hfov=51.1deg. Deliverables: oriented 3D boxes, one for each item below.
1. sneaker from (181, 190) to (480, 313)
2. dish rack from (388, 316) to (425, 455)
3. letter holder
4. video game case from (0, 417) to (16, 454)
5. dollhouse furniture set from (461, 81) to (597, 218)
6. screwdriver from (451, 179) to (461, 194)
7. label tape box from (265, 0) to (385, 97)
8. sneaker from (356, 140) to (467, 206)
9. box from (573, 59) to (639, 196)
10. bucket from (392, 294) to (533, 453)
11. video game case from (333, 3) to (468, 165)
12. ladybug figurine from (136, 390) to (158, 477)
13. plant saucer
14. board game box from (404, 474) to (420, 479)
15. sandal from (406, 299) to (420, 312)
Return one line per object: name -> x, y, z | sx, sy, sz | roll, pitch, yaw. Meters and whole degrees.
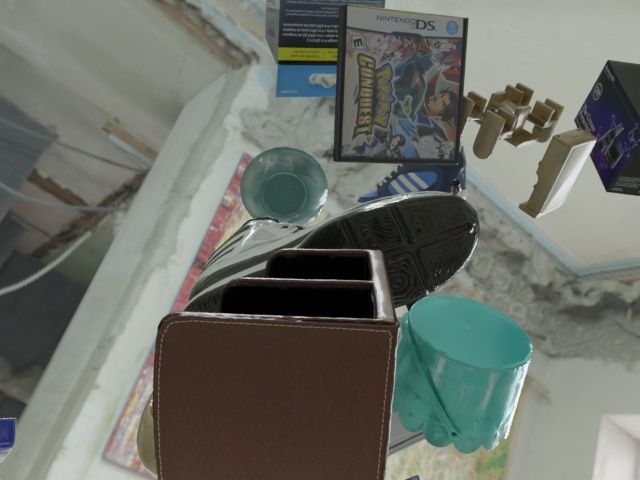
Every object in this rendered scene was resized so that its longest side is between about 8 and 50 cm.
sneaker -> -0.001, -0.001, 1.018 | 0.447, 0.258, 0.169 | -21, -62, 7
dish rack -> 0.124, 0.358, 1.557 | 0.332, 0.286, 0.072 | -25, -12, 0
letter holder -> -0.045, 0.173, 0.673 | 0.214, 0.152, 0.302 | 1, -67, 0
video game case -> -0.730, 0.387, 1.259 | 0.269, 0.061, 0.244 | 5, -23, -28
dollhouse furniture set -> 0.392, -0.184, 1.337 | 0.242, 0.212, 0.161 | 42, -47, 32
screwdriver -> 0.333, -0.105, 1.630 | 0.025, 0.024, 0.170 | -29, -24, 4
label tape box -> 0.009, -0.497, 1.466 | 0.249, 0.348, 0.115 | -5, 25, -20
sneaker -> 0.241, -0.208, 1.852 | 0.322, 0.237, 0.130 | -7, 6, 23
box -> 0.697, -0.259, 1.531 | 0.103, 0.261, 0.184 | 7, -43, -10
bucket -> 0.262, 0.244, 1.293 | 0.281, 0.281, 0.183 | 16, -64, 9
video game case -> 0.149, -0.279, 1.230 | 0.248, 0.275, 0.035 | -1, 9, -19
ladybug figurine -> -0.152, 0.279, 1.109 | 0.162, 0.305, 0.449 | 48, -14, -15
plant saucer -> -0.079, -0.106, 1.461 | 0.194, 0.195, 0.037 | 27, 18, -13
board game box -> 0.244, 0.642, 1.477 | 0.035, 0.201, 0.136 | -20, -60, 2
sandal -> 0.226, 0.125, 1.640 | 0.067, 0.040, 0.179 | -18, -89, 61
